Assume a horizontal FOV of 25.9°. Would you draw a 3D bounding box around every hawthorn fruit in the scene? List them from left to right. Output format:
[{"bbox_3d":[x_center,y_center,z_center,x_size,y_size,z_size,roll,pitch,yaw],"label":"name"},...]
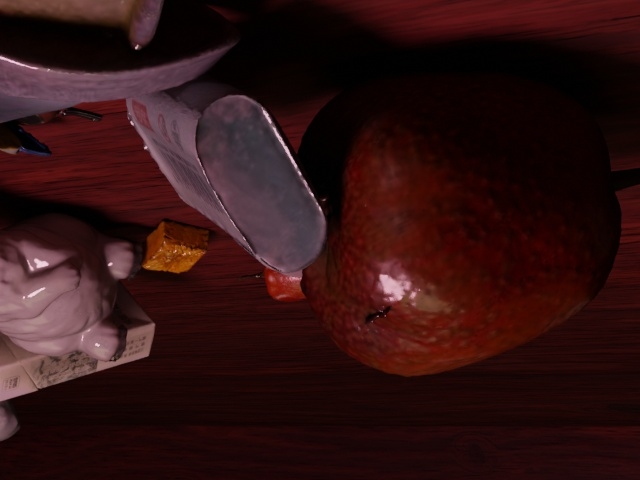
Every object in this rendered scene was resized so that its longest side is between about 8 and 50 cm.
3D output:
[{"bbox_3d":[0.151,-0.032,1.303,0.369,0.284,0.285,-15,168,-13],"label":"hawthorn fruit"}]

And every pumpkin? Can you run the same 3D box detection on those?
[{"bbox_3d":[-0.200,0.008,1.889,0.074,0.053,0.083,12,142,-33],"label":"pumpkin"}]

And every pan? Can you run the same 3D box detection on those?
[{"bbox_3d":[-0.287,-0.134,1.470,0.115,0.023,0.068,13,161,-25],"label":"pan"}]

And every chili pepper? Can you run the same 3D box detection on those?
[{"bbox_3d":[-0.037,0.044,1.912,0.192,0.084,0.086,-9,143,28],"label":"chili pepper"}]

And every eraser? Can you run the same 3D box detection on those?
[{"bbox_3d":[-0.090,-0.073,1.256,0.174,0.081,0.227,58,168,-25],"label":"eraser"}]

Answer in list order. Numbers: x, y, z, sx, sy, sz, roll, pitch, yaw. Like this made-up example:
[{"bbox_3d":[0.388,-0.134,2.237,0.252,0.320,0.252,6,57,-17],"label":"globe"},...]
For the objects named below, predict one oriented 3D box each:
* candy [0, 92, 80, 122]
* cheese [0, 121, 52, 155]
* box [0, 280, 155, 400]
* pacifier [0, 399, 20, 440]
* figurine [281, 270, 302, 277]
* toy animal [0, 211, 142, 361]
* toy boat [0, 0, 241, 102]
[{"bbox_3d":[-0.317,-0.155,1.318,0.174,0.071,0.138,-8,160,38],"label":"candy"},{"bbox_3d":[-0.404,-0.120,1.427,0.270,0.069,0.177,5,-159,-44],"label":"cheese"},{"bbox_3d":[-0.389,0.125,1.992,0.257,0.164,0.069,-15,136,-36],"label":"box"},{"bbox_3d":[-0.534,0.199,2.313,0.344,0.269,0.288,10,-171,-4],"label":"pacifier"},{"bbox_3d":[0.000,0.000,1.691,0.112,0.137,0.229,-39,148,21],"label":"figurine"},{"bbox_3d":[-0.421,0.047,1.808,0.357,0.193,0.258,12,168,-40],"label":"toy animal"},{"bbox_3d":[-0.206,-0.208,1.067,0.276,0.111,0.293,-2,154,2],"label":"toy boat"}]
